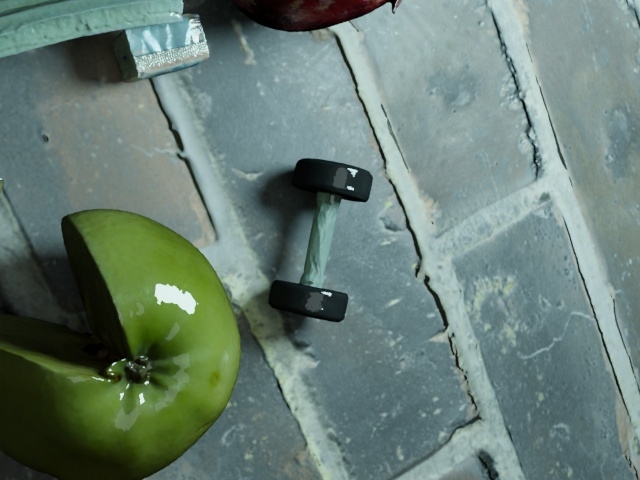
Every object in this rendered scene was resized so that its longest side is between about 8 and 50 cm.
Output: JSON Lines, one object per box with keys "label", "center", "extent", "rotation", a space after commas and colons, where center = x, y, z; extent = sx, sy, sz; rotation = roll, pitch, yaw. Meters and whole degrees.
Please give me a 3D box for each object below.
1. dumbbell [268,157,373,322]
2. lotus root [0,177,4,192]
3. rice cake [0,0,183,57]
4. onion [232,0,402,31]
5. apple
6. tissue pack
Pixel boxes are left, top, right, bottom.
{"label": "dumbbell", "center": [0.000, 0.000, 1.140], "extent": [0.100, 0.100, 0.191], "rotation": [13, 86, -24]}
{"label": "lotus root", "center": [-0.433, -0.039, 0.959], "extent": [0.143, 0.070, 0.144], "rotation": [37, 74, -28]}
{"label": "rice cake", "center": [-0.277, -0.256, 0.998], "extent": [0.237, 0.127, 0.043], "rotation": [-19, 133, -24]}
{"label": "onion", "center": [0.004, -0.362, 1.063], "extent": [0.280, 0.221, 0.281], "rotation": [2, 80, -10]}
{"label": "apple", "center": [-0.225, 0.113, 0.960], "extent": [0.291, 0.254, 0.292], "rotation": [-4, 98, -27]}
{"label": "tissue pack", "center": [-0.184, -0.222, 1.060], "extent": [0.094, 0.074, 0.059], "rotation": [-20, 98, -25]}
